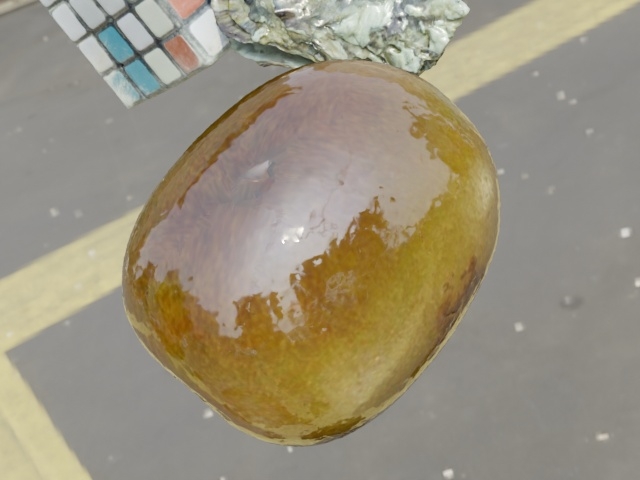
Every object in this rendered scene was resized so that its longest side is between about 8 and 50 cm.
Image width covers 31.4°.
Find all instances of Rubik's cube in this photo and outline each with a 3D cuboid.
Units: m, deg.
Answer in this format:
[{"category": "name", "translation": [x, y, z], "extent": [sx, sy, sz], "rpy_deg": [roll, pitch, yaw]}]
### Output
[{"category": "Rubik's cube", "translation": [-0.219, -0.379, 1.619], "extent": [0.259, 0.256, 0.253], "rpy_deg": [-19, 25, 53]}]

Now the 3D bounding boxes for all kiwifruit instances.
[{"category": "kiwifruit", "translation": [0.000, 0.000, 0.669], "extent": [0.234, 0.196, 0.196], "rpy_deg": [-45, 32, -12]}]

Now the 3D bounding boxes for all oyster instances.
[{"category": "oyster", "translation": [0.031, -0.281, 1.425], "extent": [0.350, 0.158, 0.162], "rpy_deg": [11, 82, 30]}]
